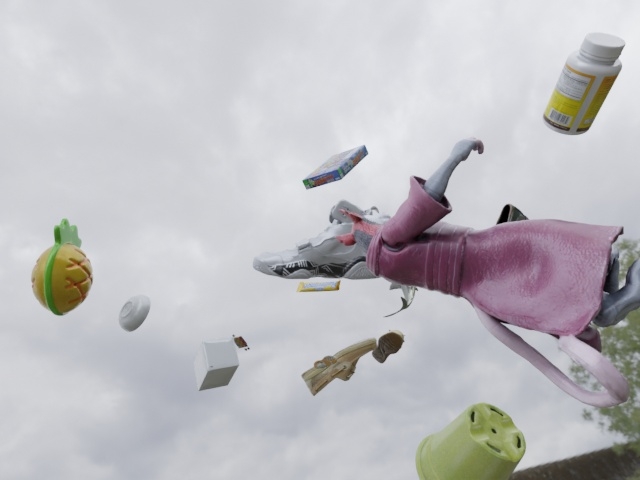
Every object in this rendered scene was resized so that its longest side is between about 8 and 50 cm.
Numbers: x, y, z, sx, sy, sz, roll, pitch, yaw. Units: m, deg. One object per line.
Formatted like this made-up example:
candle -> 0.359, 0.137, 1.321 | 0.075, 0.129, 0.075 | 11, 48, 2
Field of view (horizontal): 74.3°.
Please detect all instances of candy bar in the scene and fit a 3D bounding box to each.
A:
candy bar -> -0.004, 0.142, 1.313 | 0.161, 0.040, 0.018 | -7, -43, 35

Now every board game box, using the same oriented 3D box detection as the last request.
board game box -> 0.049, -0.228, 1.306 | 0.136, 0.201, 0.035 | -11, -65, 39

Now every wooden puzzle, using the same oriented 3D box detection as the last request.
wooden puzzle -> -0.295, 0.374, 1.550 | 0.049, 0.006, 0.083 | -19, -68, 33

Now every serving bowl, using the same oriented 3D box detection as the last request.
serving bowl -> -0.402, 0.151, 0.900 | 0.083, 0.083, 0.027 | -35, -46, 12

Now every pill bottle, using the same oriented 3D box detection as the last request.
pill bottle -> 0.629, -0.371, 1.011 | 0.117, 0.117, 0.215 | -11, -42, -12

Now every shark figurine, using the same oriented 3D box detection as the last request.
shark figurine -> 0.288, 0.172, 1.523 | 0.116, 0.279, 0.166 | -28, -50, 35

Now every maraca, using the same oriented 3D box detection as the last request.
maraca -> -0.495, 0.052, 0.817 | 0.099, 0.186, 0.127 | 0, -15, -11

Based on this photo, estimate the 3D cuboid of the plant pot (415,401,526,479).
plant pot -> 0.462, 0.634, 1.257 | 0.275, 0.276, 0.254 | 5, -56, -24

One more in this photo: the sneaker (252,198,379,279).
sneaker -> 0.000, 0.000, 1.154 | 0.365, 0.137, 0.211 | 1, -94, -7

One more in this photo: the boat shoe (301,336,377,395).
boat shoe -> 0.089, 0.489, 1.648 | 0.341, 0.110, 0.121 | -34, -15, 16

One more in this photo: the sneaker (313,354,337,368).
sneaker -> 0.019, 0.387, 1.348 | 0.083, 0.032, 0.037 | -23, -25, 23

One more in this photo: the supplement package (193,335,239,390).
supplement package -> -0.345, 0.406, 1.389 | 0.105, 0.105, 0.179 | -2, -36, -28

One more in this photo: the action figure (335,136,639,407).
action figure -> 0.180, 0.039, 0.558 | 0.369, 0.276, 0.248 | 10, -28, 26

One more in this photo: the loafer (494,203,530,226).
loafer -> 0.472, 0.018, 1.143 | 0.084, 0.096, 0.268 | 42, -110, -23

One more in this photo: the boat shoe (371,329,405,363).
boat shoe -> 0.329, 0.490, 2.015 | 0.089, 0.104, 0.285 | -35, -17, -35
